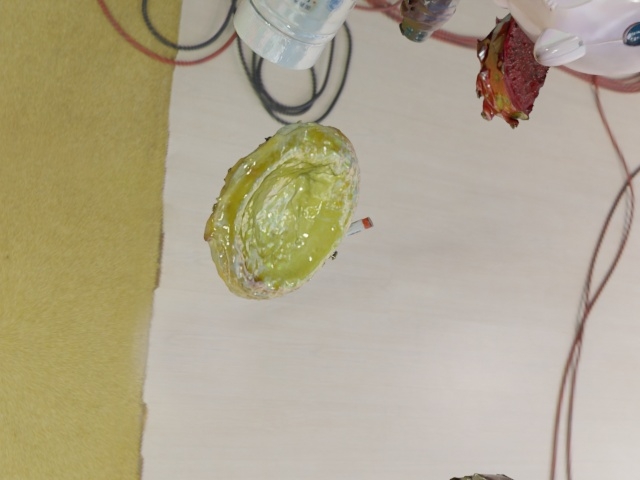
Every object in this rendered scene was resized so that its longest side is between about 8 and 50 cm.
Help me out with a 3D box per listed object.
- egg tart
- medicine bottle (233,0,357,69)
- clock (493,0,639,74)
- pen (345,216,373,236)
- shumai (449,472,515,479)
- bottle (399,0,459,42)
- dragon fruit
[{"bbox_3d":[-0.069,-0.053,1.107,0.315,0.120,0.315,-29,134,-36],"label":"egg tart"},{"bbox_3d":[-0.012,-0.486,1.276,0.190,0.332,0.190,21,45,-22],"label":"medicine bottle"},{"bbox_3d":[0.425,-0.399,1.015,0.250,0.368,0.377,55,32,-48],"label":"clock"},{"bbox_3d":[0.000,0.000,1.504,0.239,0.028,0.028,-20,92,17],"label":"pen"},{"bbox_3d":[0.192,0.334,0.803,0.201,0.201,0.120,44,71,-14],"label":"shumai"},{"bbox_3d":[0.284,-0.612,1.734,0.156,0.271,0.143,-6,63,-21],"label":"bottle"},{"bbox_3d":[0.348,-0.347,1.339,0.126,0.161,0.274,27,79,-20],"label":"dragon fruit"}]
